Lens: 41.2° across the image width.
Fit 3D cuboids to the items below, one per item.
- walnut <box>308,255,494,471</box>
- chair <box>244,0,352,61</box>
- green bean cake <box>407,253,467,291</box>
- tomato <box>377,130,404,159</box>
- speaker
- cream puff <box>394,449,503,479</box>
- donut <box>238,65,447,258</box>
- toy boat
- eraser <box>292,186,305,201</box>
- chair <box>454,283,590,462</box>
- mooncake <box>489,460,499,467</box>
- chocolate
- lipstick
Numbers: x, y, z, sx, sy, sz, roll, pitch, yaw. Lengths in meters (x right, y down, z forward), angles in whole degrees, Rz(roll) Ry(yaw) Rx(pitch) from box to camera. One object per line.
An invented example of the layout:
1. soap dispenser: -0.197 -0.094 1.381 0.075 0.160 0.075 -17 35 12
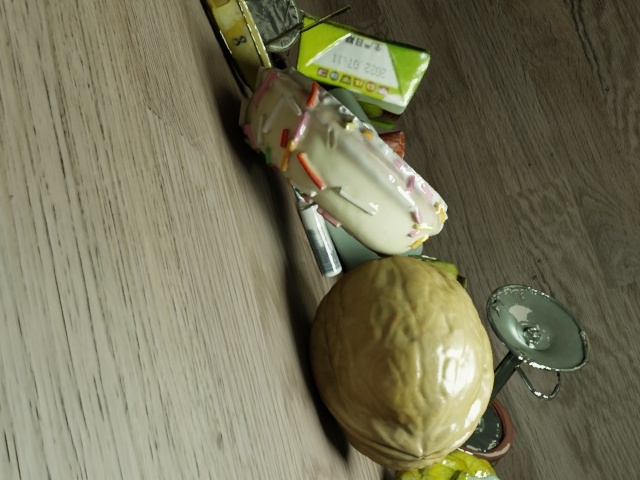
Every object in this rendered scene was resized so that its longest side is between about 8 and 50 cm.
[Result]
1. walnut: 0.122 0.181 1.268 0.252 0.277 0.313 16 43 -30
2. chair: -0.090 -0.451 1.700 0.325 0.170 0.160 -12 -76 55
3. green bean cake: 0.164 0.211 1.706 0.285 0.202 0.310 104 -10 -57
4. tomato: 0.105 -0.163 2.163 0.309 0.170 0.309 -167 -90 -82
5. speaker: 0.071 -0.121 1.847 0.184 0.183 0.406 -105 171 -51
6. cream puff: 0.259 0.491 1.500 0.282 0.185 0.282 35 37 -33
7. donut: 0.028 -0.115 1.331 0.382 0.142 0.382 41 4 -3
8. toy boat: -0.133 -0.342 1.421 0.088 0.068 0.226 -106 172 -54
9. eraser: -0.043 -0.122 1.634 0.063 0.027 0.085 -94 162 -60
10. chair: 0.355 0.303 1.769 0.226 0.226 0.401 -99 -152 -46
11. mooncake: 0.316 0.461 1.999 0.228 0.228 0.124 12 84 -79
12. chocolate: 0.077 -0.373 1.931 0.301 0.288 0.137 115 -7 -84
13. lipstick: 0.000 0.000 1.603 0.040 0.040 0.141 -73 144 -75
